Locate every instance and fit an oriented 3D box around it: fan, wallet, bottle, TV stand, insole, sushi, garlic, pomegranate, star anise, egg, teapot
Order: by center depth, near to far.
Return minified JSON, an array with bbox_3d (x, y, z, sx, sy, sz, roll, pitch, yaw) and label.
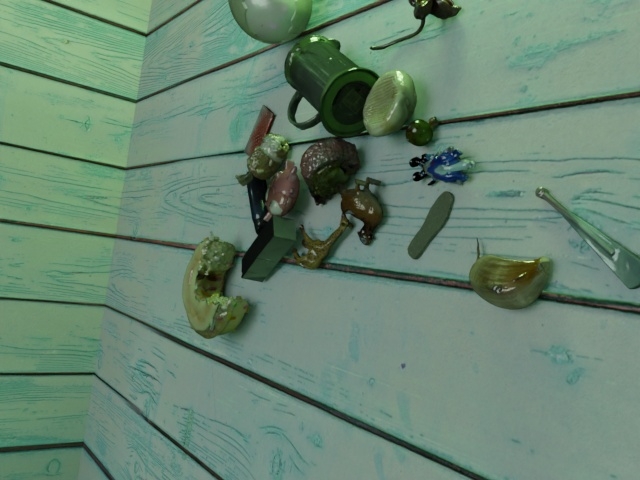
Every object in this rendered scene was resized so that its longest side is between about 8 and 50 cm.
[{"bbox_3d":[0.504,-0.013,1.111,0.282,0.023,0.057,55,134,43],"label":"fan"},{"bbox_3d":[0.377,0.072,1.225,0.198,0.091,0.128,21,84,60],"label":"garlic"},{"bbox_3d":[0.271,-0.035,1.433,0.191,0.010,0.063,-61,40,25],"label":"insole"},{"bbox_3d":[0.253,-0.277,1.462,0.084,0.073,0.073,-59,42,27],"label":"pomegranate"},{"bbox_3d":[0.236,-0.554,1.538,0.219,0.148,0.227,33,143,17],"label":"star anise"},{"bbox_3d":[0.004,-0.198,1.697,0.241,0.162,0.107,-40,54,40],"label":"sushi"},{"bbox_3d":[0.007,-0.445,1.713,0.270,0.200,0.337,-47,43,12],"label":"teapot"},{"bbox_3d":[-0.175,0.033,1.915,0.269,0.083,0.088,-50,37,45],"label":"TV stand"},{"bbox_3d":[-0.165,-0.804,1.958,0.278,0.279,0.336,-63,35,22],"label":"egg"},{"bbox_3d":[-0.213,-0.131,2.047,0.082,0.072,0.244,89,170,-62],"label":"bottle"},{"bbox_3d":[-0.227,-0.396,2.168,0.103,0.020,0.196,47,119,48],"label":"wallet"}]

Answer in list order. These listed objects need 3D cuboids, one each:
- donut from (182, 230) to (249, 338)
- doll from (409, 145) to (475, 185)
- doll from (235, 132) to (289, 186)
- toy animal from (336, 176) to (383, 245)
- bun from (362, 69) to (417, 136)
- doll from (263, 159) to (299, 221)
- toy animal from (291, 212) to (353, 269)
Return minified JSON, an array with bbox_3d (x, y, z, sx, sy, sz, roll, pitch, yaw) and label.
[{"bbox_3d":[-0.389,0.191,2.140,0.307,0.150,0.370,-49,46,35],"label":"donut"},{"bbox_3d":[0.294,-0.176,1.393,0.195,0.070,0.095,4,116,56],"label":"doll"},{"bbox_3d":[-0.193,-0.268,2.004,0.105,0.115,0.221,37,93,10],"label":"doll"},{"bbox_3d":[0.103,-0.089,1.617,0.188,0.089,0.179,31,122,46],"label":"toy animal"},{"bbox_3d":[0.193,-0.349,1.533,0.183,0.102,0.183,-40,42,49],"label":"bun"},{"bbox_3d":[-0.127,-0.159,1.912,0.211,0.093,0.262,-63,23,21],"label":"doll"},{"bbox_3d":[0.000,0.009,1.747,0.276,0.054,0.148,-16,66,53],"label":"toy animal"}]
